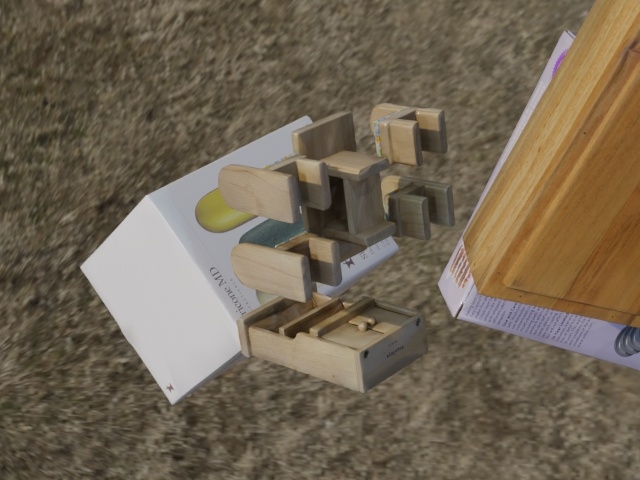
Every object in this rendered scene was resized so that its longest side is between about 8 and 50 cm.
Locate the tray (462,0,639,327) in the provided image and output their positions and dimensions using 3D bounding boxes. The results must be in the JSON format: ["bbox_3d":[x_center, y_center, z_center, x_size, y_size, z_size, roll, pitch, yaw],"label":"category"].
[{"bbox_3d":[0.277,-0.107,0.884,0.202,0.411,0.076,12,38,-17],"label":"tray"}]

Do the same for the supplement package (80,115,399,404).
[{"bbox_3d":[-0.093,0.021,1.506,0.262,0.198,0.199,-31,84,-41],"label":"supplement package"}]

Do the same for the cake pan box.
[{"bbox_3d":[0.263,-0.024,1.092,0.245,0.070,0.267,14,115,-20],"label":"cake pan box"}]

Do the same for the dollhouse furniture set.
[{"bbox_3d":[0.000,0.000,1.230,0.212,0.161,0.242,-26,118,-40],"label":"dollhouse furniture set"}]
